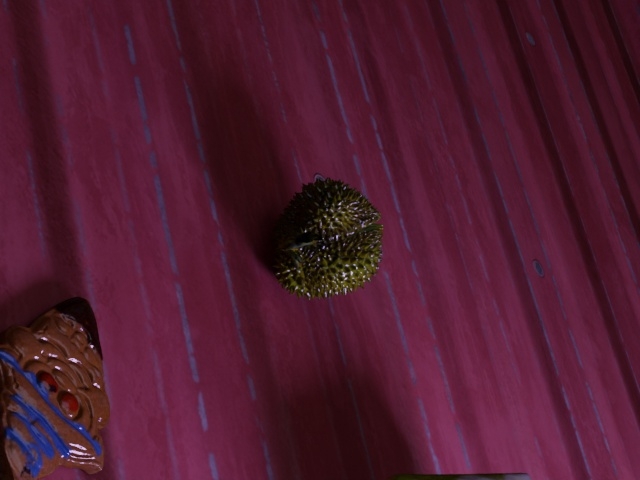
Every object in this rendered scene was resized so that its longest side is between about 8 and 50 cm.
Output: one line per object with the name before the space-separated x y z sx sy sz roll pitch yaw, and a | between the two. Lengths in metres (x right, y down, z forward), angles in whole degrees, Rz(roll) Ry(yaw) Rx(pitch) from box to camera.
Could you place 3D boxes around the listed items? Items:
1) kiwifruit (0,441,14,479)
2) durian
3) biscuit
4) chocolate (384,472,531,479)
kiwifruit | -0.338 0.228 1.412 0.075 0.075 0.124 -6 66 -58
durian | 0.006 0.008 2.053 0.159 0.146 0.198 46 48 -23
biscuit | -0.291 0.161 1.581 0.183 0.043 0.280 48 35 -26
chocolate | 0.200 0.441 1.862 0.288 0.137 0.301 6 43 -38
